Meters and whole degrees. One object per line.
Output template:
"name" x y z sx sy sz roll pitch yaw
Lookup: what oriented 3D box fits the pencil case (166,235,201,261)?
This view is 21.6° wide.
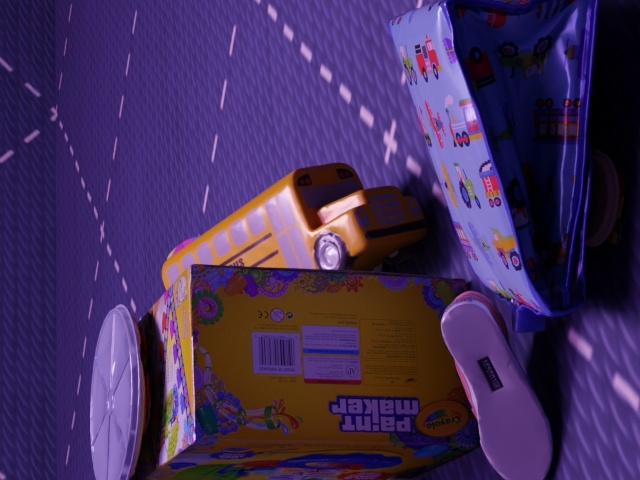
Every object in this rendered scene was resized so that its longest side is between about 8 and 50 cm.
"pencil case" -0.150 0.076 2.391 0.236 0.104 0.104 -121 39 -62

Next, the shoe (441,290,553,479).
"shoe" 0.161 0.129 1.500 0.178 0.063 0.081 66 -168 -4

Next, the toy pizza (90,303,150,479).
"toy pizza" -0.202 0.166 1.722 0.201 0.032 0.201 -176 90 -70

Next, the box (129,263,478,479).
"box" -0.030 0.151 1.721 0.279 0.290 0.177 137 133 -64

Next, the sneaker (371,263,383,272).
"sneaker" 0.000 0.000 1.952 0.236 0.105 0.095 177 99 -68

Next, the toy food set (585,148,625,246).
"toy food set" 0.233 -0.034 1.411 0.083 0.020 0.082 -144 59 -67

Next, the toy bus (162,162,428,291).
"toy bus" -0.034 0.014 1.852 0.333 0.108 0.130 -33 74 45

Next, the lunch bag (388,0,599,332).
"lunch bag" 0.159 -0.063 1.445 0.221 0.138 0.293 -160 62 -80

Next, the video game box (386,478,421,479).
"video game box" 0.079 0.381 1.730 0.187 0.048 0.205 -103 25 -46
